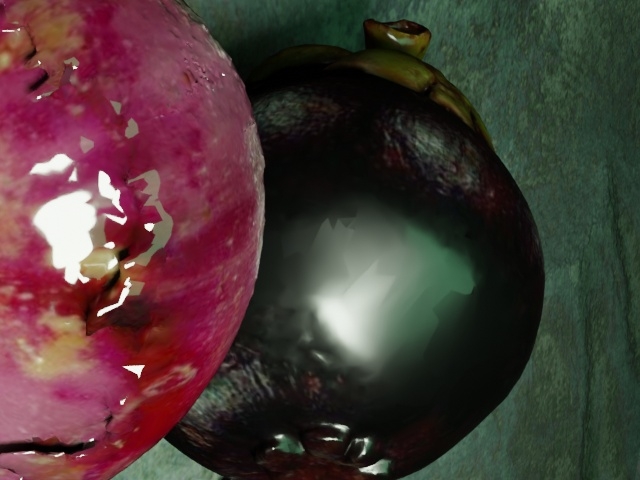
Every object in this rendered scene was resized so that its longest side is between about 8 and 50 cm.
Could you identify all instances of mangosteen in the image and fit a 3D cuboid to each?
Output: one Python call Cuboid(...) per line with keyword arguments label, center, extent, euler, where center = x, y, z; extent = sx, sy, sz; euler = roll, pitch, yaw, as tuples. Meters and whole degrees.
Cuboid(label="mangosteen", center=(0.000, 0.000, 0.865), extent=(0.382, 0.382, 0.435), euler=(51, 31, -47))

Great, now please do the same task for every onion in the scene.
Cuboid(label="onion", center=(-0.197, -0.016, 0.594), extent=(0.345, 0.358, 0.358), euler=(13, 91, -65))
